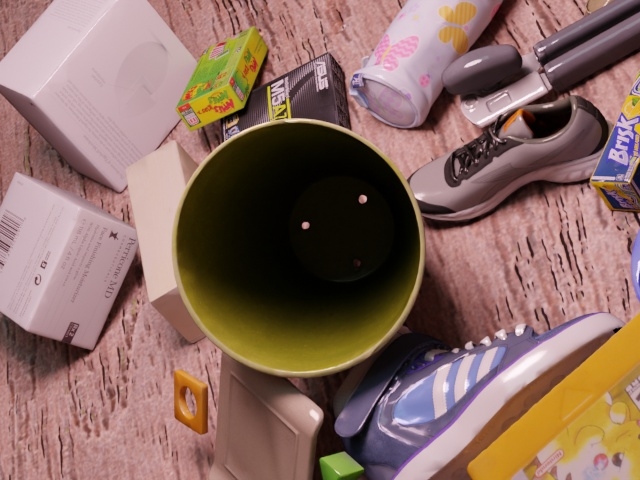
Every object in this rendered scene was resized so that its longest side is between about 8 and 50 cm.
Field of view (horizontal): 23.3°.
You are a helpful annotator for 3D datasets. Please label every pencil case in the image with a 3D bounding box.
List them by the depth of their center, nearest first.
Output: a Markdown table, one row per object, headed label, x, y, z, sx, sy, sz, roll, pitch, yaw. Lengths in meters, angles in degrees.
| label | x | y | z | sx | sy | sz | roll | pitch | yaw |
| --- | --- | --- | --- | --- | --- | --- | --- | --- | --- |
| pencil case | 0.148 | -0.277 | 2.054 | 0.273 | 0.113 | 0.124 | -55 | 24 | -16 |

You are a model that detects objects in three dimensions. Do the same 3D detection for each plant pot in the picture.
| label | x | y | z | sx | sy | sz | roll | pitch | yaw |
| --- | --- | --- | --- | --- | --- | --- | --- | --- | --- |
| plant pot | 0.000 | 0.000 | 1.780 | 0.275 | 0.275 | 0.293 | -30 | -2 | 11 |

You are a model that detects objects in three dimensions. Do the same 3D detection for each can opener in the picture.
| label | x | y | z | sx | sy | sz | roll | pitch | yaw |
| --- | --- | --- | --- | --- | --- | --- | --- | --- | --- |
| can opener | 0.291 | -0.229 | 1.928 | 0.280 | 0.093 | 0.074 | -25 | 54 | 9 |

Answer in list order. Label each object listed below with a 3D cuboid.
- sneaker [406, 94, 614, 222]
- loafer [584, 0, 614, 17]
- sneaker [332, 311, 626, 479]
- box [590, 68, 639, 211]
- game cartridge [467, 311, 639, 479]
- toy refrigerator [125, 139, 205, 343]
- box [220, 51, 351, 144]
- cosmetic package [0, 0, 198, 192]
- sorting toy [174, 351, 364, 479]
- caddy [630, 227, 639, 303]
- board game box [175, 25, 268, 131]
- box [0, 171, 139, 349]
| label | x | y | z | sx | sy | sz | roll | pitch | yaw |
| --- | --- | --- | --- | --- | --- | --- | --- | --- | --- |
| sneaker | 0.216 | -0.106 | 1.860 | 0.271 | 0.108 | 0.100 | -21 | 47 | 22 |
| loafer | 0.384 | -0.334 | 1.978 | 0.148 | 0.050 | 0.056 | -49 | 42 | -11 |
| sneaker | 0.153 | 0.133 | 1.676 | 0.323 | 0.130 | 0.236 | -41 | 45 | 7 |
| box | 0.372 | -0.116 | 1.789 | 0.054 | 0.059 | 0.169 | 4 | 57 | 41 |
| game cartridge | 0.308 | 0.253 | 1.421 | 0.285 | 0.053 | 0.323 | -46 | 49 | 21 |
| toy refrigerator | -0.186 | 0.000 | 2.063 | 0.094 | 0.102 | 0.269 | -30 | 43 | 11 |
| box | -0.049 | -0.150 | 2.136 | 0.184 | 0.045 | 0.190 | -26 | 43 | 20 |
| cosmetic package | -0.320 | -0.233 | 2.271 | 0.138 | 0.224 | 0.224 | 22 | 69 | 45 |
| sorting toy | -0.055 | 0.229 | 1.739 | 0.047 | 0.196 | 0.348 | -11 | 33 | -35 |
| caddy | 0.473 | 0.026 | 1.503 | 0.341 | 0.179 | 0.241 | 3 | 55 | 38 |
| board game box | -0.140 | -0.234 | 2.236 | 0.092 | 0.043 | 0.181 | -22 | 27 | 24 |
| box | -0.363 | 0.027 | 2.115 | 0.182 | 0.119 | 0.181 | 26 | 93 | 46 |
